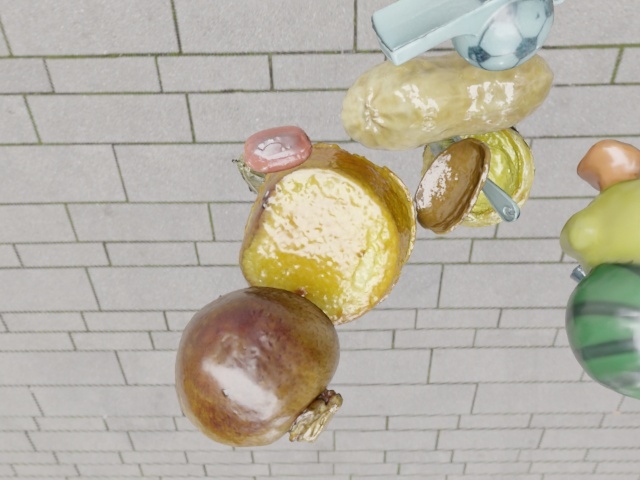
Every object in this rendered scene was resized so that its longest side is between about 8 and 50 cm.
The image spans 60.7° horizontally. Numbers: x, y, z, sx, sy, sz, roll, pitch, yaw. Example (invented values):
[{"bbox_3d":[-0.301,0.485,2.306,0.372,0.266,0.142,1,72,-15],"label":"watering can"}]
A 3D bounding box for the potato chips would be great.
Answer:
[{"bbox_3d":[0.262,-0.105,1.071,0.049,0.150,0.202,18,108,-33],"label":"potato chips"}]

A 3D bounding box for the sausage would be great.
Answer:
[{"bbox_3d":[-0.058,-0.123,0.735,0.094,0.054,0.059,-11,89,0],"label":"sausage"}]

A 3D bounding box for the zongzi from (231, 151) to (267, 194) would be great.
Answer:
[{"bbox_3d":[-0.124,-0.157,1.405,0.178,0.081,0.189,27,168,16],"label":"zongzi"}]

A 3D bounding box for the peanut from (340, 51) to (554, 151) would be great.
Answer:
[{"bbox_3d":[0.223,-0.267,1.006,0.386,0.192,0.170,-9,92,15],"label":"peanut"}]

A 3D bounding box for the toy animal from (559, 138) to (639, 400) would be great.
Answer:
[{"bbox_3d":[0.431,0.034,0.703,0.216,0.338,0.191,17,162,-1],"label":"toy animal"}]

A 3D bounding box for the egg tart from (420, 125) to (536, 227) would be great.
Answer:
[{"bbox_3d":[0.374,-0.168,1.310,0.278,0.095,0.279,8,112,21],"label":"egg tart"}]

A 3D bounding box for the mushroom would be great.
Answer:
[{"bbox_3d":[-0.092,0.204,0.867,0.283,0.195,0.263,32,77,-4],"label":"mushroom"}]

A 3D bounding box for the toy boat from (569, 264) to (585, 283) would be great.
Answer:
[{"bbox_3d":[0.639,0.064,1.264,0.246,0.103,0.093,1,143,-46],"label":"toy boat"}]

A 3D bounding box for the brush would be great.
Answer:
[{"bbox_3d":[0.303,-0.145,1.144,0.060,0.297,0.068,-17,145,-24],"label":"brush"}]

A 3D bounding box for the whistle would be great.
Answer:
[{"bbox_3d":[0.235,-0.318,0.818,0.289,0.163,0.164,-23,122,9],"label":"whistle"}]

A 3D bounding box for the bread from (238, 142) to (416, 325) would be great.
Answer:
[{"bbox_3d":[0.000,0.003,1.061,0.336,0.204,0.358,26,111,8],"label":"bread"}]
